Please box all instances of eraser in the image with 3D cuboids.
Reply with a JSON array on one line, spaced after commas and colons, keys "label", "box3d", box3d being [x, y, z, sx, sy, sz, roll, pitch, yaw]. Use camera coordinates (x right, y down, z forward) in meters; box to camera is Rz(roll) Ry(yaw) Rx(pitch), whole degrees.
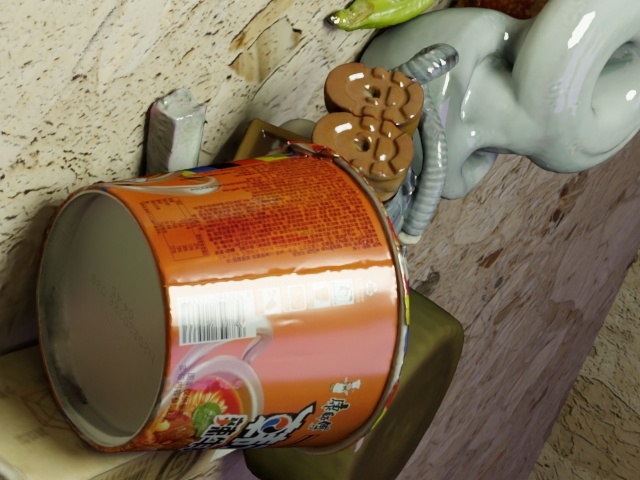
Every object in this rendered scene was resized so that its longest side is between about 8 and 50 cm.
[{"label": "eraser", "box3d": [-0.184, 0.146, 1.314, 0.343, 0.144, 0.078, -16, 138, -61]}]

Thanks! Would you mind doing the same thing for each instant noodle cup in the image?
[{"label": "instant noodle cup", "box3d": [-0.083, 0.050, 1.231, 0.192, 0.250, 0.250, -4, 129, -37]}]

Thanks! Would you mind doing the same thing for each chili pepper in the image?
[{"label": "chili pepper", "box3d": [0.077, -0.226, 1.508, 0.208, 0.043, 0.049, -41, 169, -36]}]

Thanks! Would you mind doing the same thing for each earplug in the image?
[{"label": "earplug", "box3d": [0.192, -0.156, 1.551, 0.325, 0.175, 0.214, -17, 135, -3]}]

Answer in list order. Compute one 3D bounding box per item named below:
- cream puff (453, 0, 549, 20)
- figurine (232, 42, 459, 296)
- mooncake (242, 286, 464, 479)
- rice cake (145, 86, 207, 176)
[{"label": "cream puff", "box3d": [0.244, -0.252, 1.705, 0.240, 0.164, 0.240, -53, 162, -26]}, {"label": "figurine", "box3d": [-0.003, 0.002, 1.458, 0.382, 0.186, 0.261, 102, 14, -57]}, {"label": "mooncake", "box3d": [0.035, 0.177, 1.885, 0.284, 0.155, 0.284, -47, 157, -27]}, {"label": "rice cake", "box3d": [-0.126, -0.037, 1.330, 0.047, 0.036, 0.207, -28, 148, -33]}]
